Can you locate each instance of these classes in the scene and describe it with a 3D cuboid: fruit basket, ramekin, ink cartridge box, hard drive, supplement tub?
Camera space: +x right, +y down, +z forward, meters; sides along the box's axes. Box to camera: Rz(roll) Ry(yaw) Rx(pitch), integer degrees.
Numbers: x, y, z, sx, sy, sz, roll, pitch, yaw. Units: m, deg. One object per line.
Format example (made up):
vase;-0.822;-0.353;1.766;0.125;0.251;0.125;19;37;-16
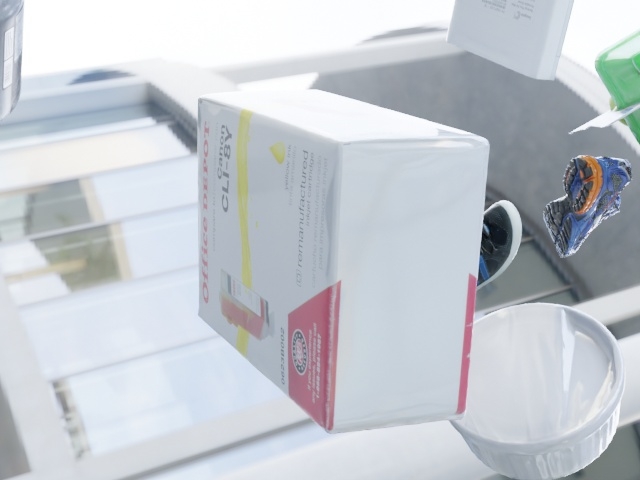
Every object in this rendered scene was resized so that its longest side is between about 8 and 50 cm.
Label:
fruit basket;0.497;-0.222;1.493;0.165;0.327;0.353;59;6;6
ramekin;0.317;0.231;1.656;0.273;0.273;0.127;41;-20;47
ink cartridge box;0.000;0.000;1.183;0.384;0.160;0.279;-151;-120;-62
hard drive;0.246;-0.367;1.344;0.203;0.040;0.307;40;-56;55
supplement tub;-0.583;-0.348;1.829;0.193;0.193;0.316;60;-30;28

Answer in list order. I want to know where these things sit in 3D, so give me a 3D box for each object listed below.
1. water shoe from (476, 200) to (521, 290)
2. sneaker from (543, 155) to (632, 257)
water shoe;0.177;0.030;1.427;0.203;0.080;0.073;-55;-129;34
sneaker;0.384;-0.044;1.601;0.221;0.087;0.083;103;-25;-61
